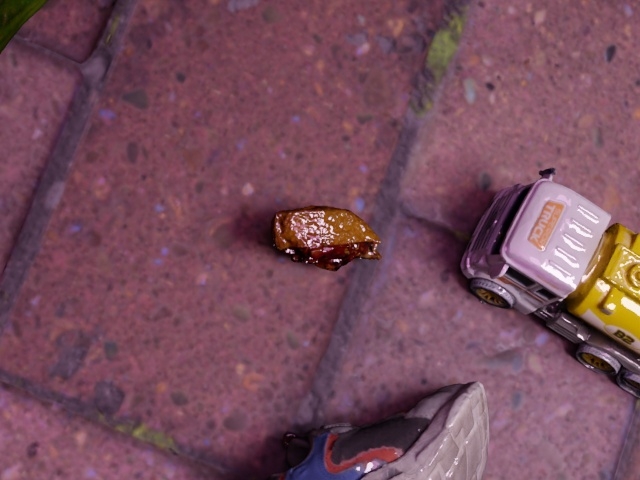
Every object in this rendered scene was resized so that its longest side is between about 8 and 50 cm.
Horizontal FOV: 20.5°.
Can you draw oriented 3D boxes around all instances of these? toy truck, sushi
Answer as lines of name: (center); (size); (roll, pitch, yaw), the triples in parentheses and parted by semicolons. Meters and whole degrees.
toy truck: (0.230, 0.038, 1.364); (0.227, 0.114, 0.098); (31, 72, -8)
sushi: (0.000, 0.000, 1.337); (0.099, 0.050, 0.047); (-1, 75, -26)

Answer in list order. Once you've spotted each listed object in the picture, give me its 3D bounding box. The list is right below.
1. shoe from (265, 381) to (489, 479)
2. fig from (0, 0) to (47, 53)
shoe: (0.033, 0.175, 1.302); (0.227, 0.125, 0.099); (-37, 128, -43)
fig: (-0.258, -0.173, 1.272); (0.177, 0.117, 0.117); (-29, 88, -36)
